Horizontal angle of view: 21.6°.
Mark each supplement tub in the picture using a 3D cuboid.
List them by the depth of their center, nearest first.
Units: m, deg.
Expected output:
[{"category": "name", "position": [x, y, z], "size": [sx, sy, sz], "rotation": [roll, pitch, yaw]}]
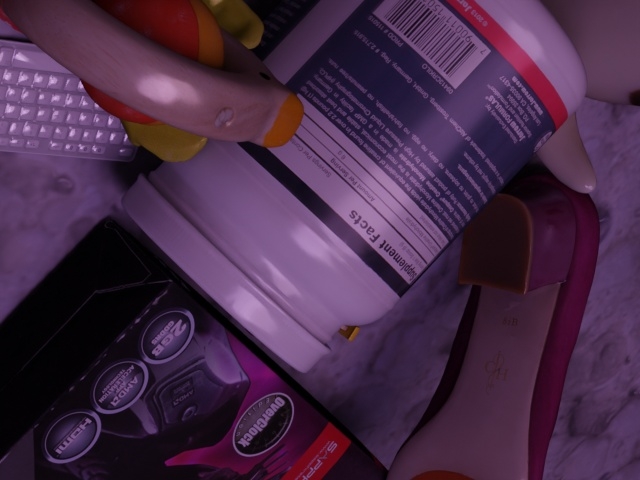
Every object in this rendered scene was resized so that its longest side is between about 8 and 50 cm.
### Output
[{"category": "supplement tub", "position": [0.022, -0.068, 1.099], "size": [0.272, 0.191, 0.191], "rotation": [-47, 140, -1]}]

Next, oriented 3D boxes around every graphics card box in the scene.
[{"category": "graphics card box", "position": [-0.118, 0.169, 1.245], "size": [0.233, 0.094, 0.371], "rotation": [-45, 139, -3]}]

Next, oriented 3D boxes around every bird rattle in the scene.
[{"category": "bird rattle", "position": [-0.113, -0.128, 0.928], "size": [0.143, 0.207, 0.253], "rotation": [-55, 144, 7]}]

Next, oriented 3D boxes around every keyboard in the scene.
[{"category": "keyboard", "position": [-0.207, -0.090, 1.017], "size": [0.256, 0.014, 0.072], "rotation": [3, 120, -43]}]

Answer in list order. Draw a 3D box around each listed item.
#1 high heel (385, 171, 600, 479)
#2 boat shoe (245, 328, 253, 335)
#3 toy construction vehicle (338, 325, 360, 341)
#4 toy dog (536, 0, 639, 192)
[{"category": "high heel", "position": [0.158, 0.133, 1.375], "size": [0.181, 0.127, 0.377], "rotation": [-10, 116, -61]}, {"category": "boat shoe", "position": [-0.001, 0.000, 1.220], "size": [0.178, 0.064, 0.060], "rotation": [-58, 169, 15]}, {"category": "toy construction vehicle", "position": [0.014, 0.032, 1.302], "size": [0.098, 0.035, 0.086], "rotation": [25, 93, -52]}, {"category": "toy dog", "position": [0.297, -0.163, 1.096], "size": [0.284, 0.408, 0.395], "rotation": [13, 112, -46]}]
